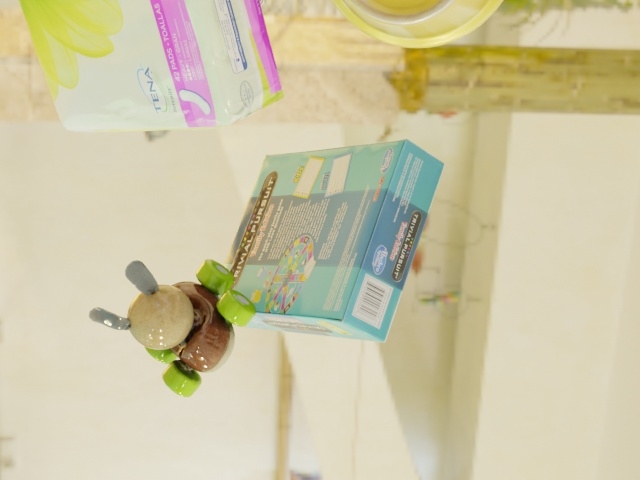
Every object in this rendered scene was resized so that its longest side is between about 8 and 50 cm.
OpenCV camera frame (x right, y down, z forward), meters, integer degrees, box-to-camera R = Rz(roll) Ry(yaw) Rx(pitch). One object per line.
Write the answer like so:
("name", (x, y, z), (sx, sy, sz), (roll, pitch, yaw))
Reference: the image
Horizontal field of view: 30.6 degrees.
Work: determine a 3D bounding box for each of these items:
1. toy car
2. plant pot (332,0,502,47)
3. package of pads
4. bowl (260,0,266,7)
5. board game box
("toy car", (-0.212, 0.095, 1.555), (0.155, 0.188, 0.149), (-52, -138, 11))
("plant pot", (0.110, -0.351, 1.400), (0.239, 0.254, 0.254), (-55, 149, -72))
("package of pads", (-0.193, -0.233, 1.283), (0.101, 0.296, 0.229), (-36, 120, -44))
("bowl", (-0.140, -0.330, 1.569), (0.170, 0.170, 0.080), (-179, -84, -82))
("board game box", (0.000, 0.000, 1.617), (0.336, 0.079, 0.254), (0, -114, 55))
